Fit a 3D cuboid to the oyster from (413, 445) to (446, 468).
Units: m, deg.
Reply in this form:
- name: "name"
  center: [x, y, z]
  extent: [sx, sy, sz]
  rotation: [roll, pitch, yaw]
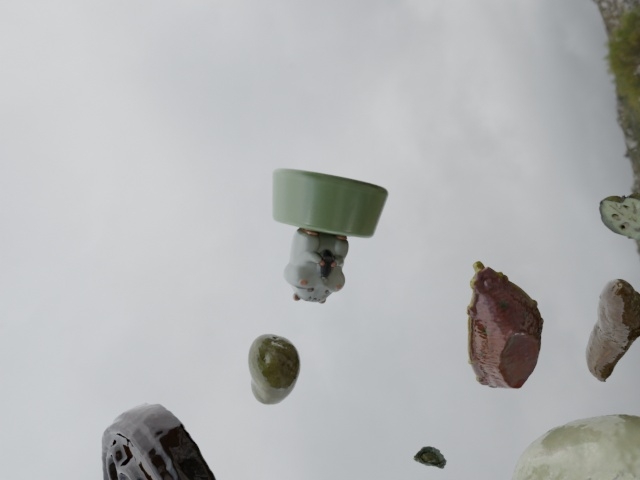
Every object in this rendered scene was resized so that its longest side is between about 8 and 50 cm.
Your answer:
- name: "oyster"
  center: [0.391, 0.779, 1.736]
  extent: [0.100, 0.037, 0.098]
  rotation: [36, -142, 28]

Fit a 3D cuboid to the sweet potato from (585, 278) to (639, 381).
- name: "sweet potato"
  center: [0.610, 0.166, 0.998]
  extent: [0.114, 0.092, 0.342]
  rotation: [-39, -43, -17]

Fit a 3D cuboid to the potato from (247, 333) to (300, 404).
- name: "potato"
  center: [-0.130, 0.354, 1.321]
  extent: [0.157, 0.157, 0.194]
  rotation: [-4, -67, -49]

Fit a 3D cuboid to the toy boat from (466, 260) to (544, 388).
- name: "toy boat"
  center: [0.310, 0.172, 0.830]
  extent: [0.099, 0.141, 0.318]
  rotation: [-114, 1, -53]

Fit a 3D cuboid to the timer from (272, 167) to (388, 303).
- name: "timer"
  center: [0.000, 0.000, 1.210]
  extent: [0.290, 0.290, 0.316]
  rotation: [7, -86, -47]

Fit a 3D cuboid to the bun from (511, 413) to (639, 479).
- name: "bun"
  center: [0.476, 0.426, 0.720]
  extent: [0.219, 0.365, 0.365]
  rotation: [-7, -101, -44]

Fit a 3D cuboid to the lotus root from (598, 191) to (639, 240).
- name: "lotus root"
  center: [0.948, -0.089, 1.474]
  extent: [0.078, 0.183, 0.204]
  rotation: [-54, -39, -15]

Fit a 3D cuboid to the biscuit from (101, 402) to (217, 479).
- name: "biscuit"
  center: [-0.269, 0.482, 0.819]
  extent: [0.091, 0.407, 0.408]
  rotation: [-11, -97, -43]
